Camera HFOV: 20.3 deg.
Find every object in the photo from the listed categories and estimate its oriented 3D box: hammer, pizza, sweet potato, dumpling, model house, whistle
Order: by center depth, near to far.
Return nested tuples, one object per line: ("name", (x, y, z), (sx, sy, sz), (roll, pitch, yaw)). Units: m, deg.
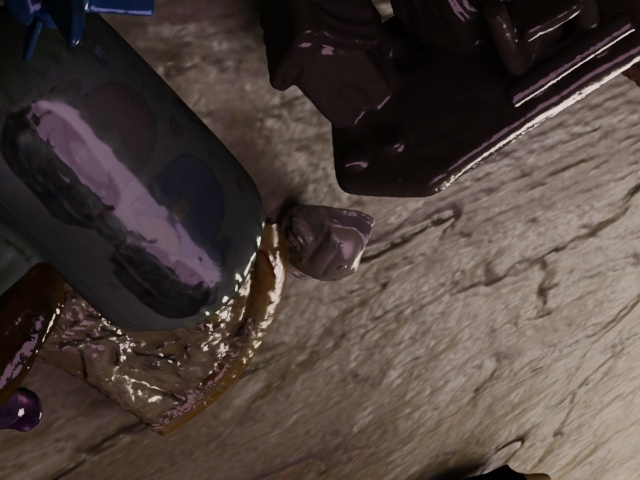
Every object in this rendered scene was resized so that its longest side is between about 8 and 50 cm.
("hammer", (-0.207, 0.024, 0.988), (0.335, 0.119, 0.206), (-37, 121, 7))
("sweet potato", (-0.206, 0.078, 1.069), (0.182, 0.053, 0.054), (-54, -175, -12))
("model house", (0.074, -0.145, 1.097), (0.229, 0.122, 0.188), (-30, 143, 4))
("whistle", (-0.239, 0.094, 1.107), (0.033, 0.033, 0.176), (-53, 145, 11))
("pizza", (-0.111, 0.041, 1.189), (0.181, 0.034, 0.262), (-50, 146, 8))
("dumpling", (0.000, 0.002, 1.249), (0.057, 0.076, 0.052), (3, 89, -27))

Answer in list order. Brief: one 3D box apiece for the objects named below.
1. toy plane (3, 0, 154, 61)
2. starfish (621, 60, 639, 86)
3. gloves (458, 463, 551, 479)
("toy plane", (-0.119, -0.220, 0.805), (0.105, 0.254, 0.271), (-4, 94, -19))
("starfish", (0.251, -0.271, 1.174), (0.384, 0.132, 0.398), (-35, 132, -28))
("gloves", (0.122, 0.311, 1.615), (0.301, 0.152, 0.197), (-29, 164, -33))
